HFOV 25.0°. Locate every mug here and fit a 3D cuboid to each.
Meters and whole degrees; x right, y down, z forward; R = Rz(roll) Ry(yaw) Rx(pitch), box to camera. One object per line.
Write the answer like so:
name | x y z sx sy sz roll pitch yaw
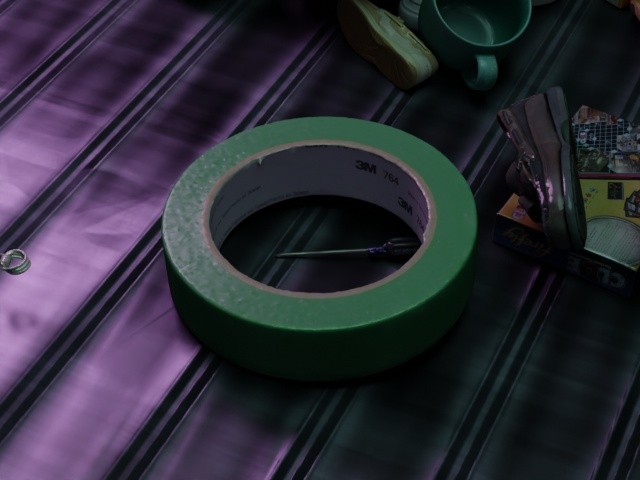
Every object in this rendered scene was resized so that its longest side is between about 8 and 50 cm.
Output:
mug | 0.181 -0.265 1.797 0.129 0.097 0.157 31 66 -1

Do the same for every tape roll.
tape roll | 0.000 0.000 1.486 0.321 0.077 0.321 -2 43 2

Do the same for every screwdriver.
screwdriver | 0.037 0.014 1.545 0.170 0.025 0.024 -7 43 0

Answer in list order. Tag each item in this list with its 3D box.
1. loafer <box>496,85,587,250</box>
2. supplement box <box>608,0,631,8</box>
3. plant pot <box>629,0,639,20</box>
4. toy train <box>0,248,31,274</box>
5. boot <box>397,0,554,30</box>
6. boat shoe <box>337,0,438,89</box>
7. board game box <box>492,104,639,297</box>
loafer | 0.235 -0.071 1.550 0.084 0.096 0.267 -11 33 13
supplement box | 0.399 -0.362 1.981 0.062 0.036 0.098 -26 49 -31
plant pot | 0.521 -0.339 1.834 0.207 0.228 0.227 -11 42 -7
toy train | -0.360 0.070 1.422 0.125 0.046 0.166 18 46 13
boot | 0.218 -0.361 1.897 0.258 0.123 0.095 -20 47 -25
boat shoe | 0.084 -0.254 1.816 0.059 0.063 0.170 -21 57 -29
board game box | 0.318 -0.051 1.619 0.165 0.042 0.243 24 45 20
